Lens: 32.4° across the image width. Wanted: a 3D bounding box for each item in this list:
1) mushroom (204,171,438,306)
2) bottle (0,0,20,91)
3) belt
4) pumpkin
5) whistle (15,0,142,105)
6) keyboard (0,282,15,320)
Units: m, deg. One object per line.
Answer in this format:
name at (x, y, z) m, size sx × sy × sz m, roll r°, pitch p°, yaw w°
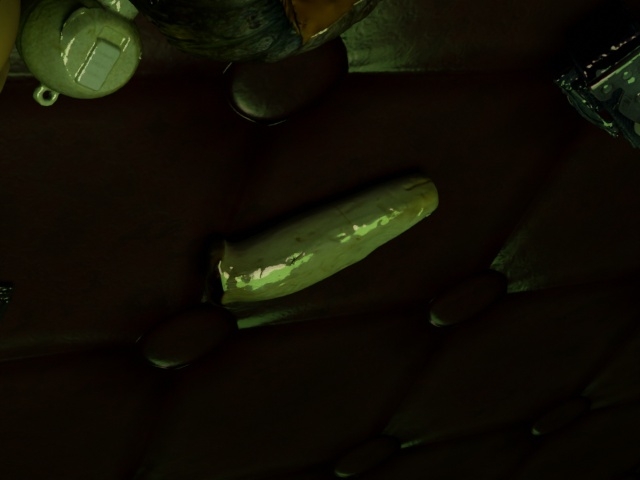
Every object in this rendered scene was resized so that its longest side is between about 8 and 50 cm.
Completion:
mushroom at (0.000, 0.002, 1.465) m, size 0.333 × 0.087 × 0.107 m, roll -21°, pitch 145°, yaw -12°
bottle at (-0.293, -0.224, 0.715) m, size 0.171 × 0.351 × 0.171 m, roll -17°, pitch 146°, yaw -12°
belt at (0.388, -0.200, 1.416) m, size 0.128 × 0.122 × 0.218 m, roll -37°, pitch 139°, yaw 18°
pumpkin at (-0.035, -0.287, 0.915) m, size 0.320 × 0.192 × 0.320 m, roll -33°, pitch 159°, yaw -14°
whistle at (-0.208, -0.224, 1.020) m, size 0.123 × 0.123 × 0.223 m, roll 22°, pitch 102°, yaw -49°
keyboard at (-0.480, 0.078, 1.298) m, size 0.231 × 0.023 × 0.072 m, roll 1°, pitch 140°, yaw -35°
